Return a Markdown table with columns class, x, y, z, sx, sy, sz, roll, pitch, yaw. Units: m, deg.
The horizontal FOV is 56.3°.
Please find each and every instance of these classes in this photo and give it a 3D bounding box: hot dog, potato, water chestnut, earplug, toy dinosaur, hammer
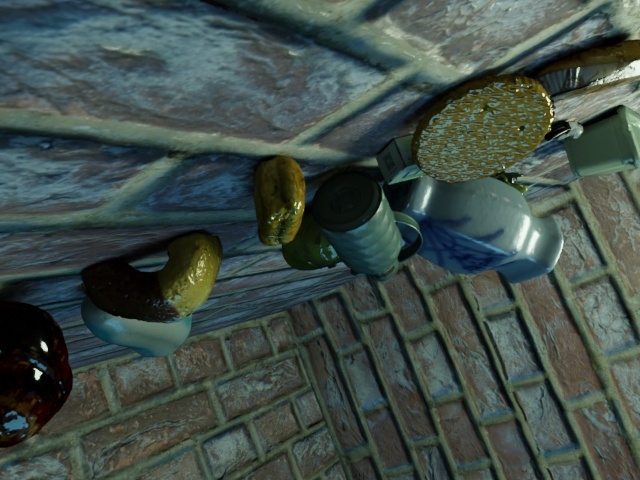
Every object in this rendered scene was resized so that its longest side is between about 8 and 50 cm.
| class | x | y | z | sx | sy | sz | roll | pitch | yaw |
| --- | --- | --- | --- | --- | --- | --- | --- | --- | --- |
| hot dog | 0.476 | -0.295 | 1.049 | 0.253 | 0.069 | 0.131 | -16 | 179 | -15 |
| potato | 0.000 | 0.000 | 1.416 | 0.170 | 0.143 | 0.248 | 0 | 163 | -29 |
| water chestnut | -0.603 | 0.236 | 1.101 | 0.289 | 0.288 | 0.244 | -18 | 180 | -22 |
| earplug | -0.437 | 0.169 | 1.384 | 0.185 | 0.184 | 0.324 | -22 | 164 | 2 |
| toy dinosaur | 0.382 | -0.143 | 1.493 | 0.094 | 0.153 | 0.259 | -9 | 173 | -46 |
| hammer | 0.497 | -0.212 | 1.636 | 0.152 | 0.044 | 0.427 | -10 | 166 | -47 |

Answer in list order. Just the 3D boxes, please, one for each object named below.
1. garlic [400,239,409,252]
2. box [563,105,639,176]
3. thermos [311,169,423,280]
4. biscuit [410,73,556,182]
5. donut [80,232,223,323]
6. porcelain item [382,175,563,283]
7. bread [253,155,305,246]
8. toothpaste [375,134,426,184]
| class | x | y | z | sx | sy | sz | roll | pitch | yaw |
| --- | --- | --- | --- | --- | --- | --- | --- | --- | --- |
| garlic | 0.185 | -0.048 | 1.548 | 0.160 | 0.191 | 0.214 | 11 | 169 | -25 |
| box | 0.831 | -0.266 | 1.728 | 0.183 | 0.175 | 0.312 | -18 | 175 | 34 |
| thermos | 0.108 | -0.016 | 1.237 | 0.182 | 0.144 | 0.286 | -19 | 145 | 13 |
| biscuit | 0.276 | -0.188 | 1.034 | 0.254 | 0.035 | 0.254 | -10 | 146 | -7 |
| donut | -0.329 | 0.086 | 1.188 | 0.295 | 0.151 | 0.112 | -20 | 161 | -7 |
| porcelain item | 0.339 | -0.035 | 1.372 | 0.406 | 0.178 | 0.243 | 20 | 155 | -20 |
| bread | -0.070 | -0.062 | 1.016 | 0.084 | 0.113 | 0.211 | -4 | 169 | -7 |
| toothpaste | 0.273 | -0.188 | 1.191 | 0.337 | 0.067 | 0.081 | -17 | 169 | -26 |
